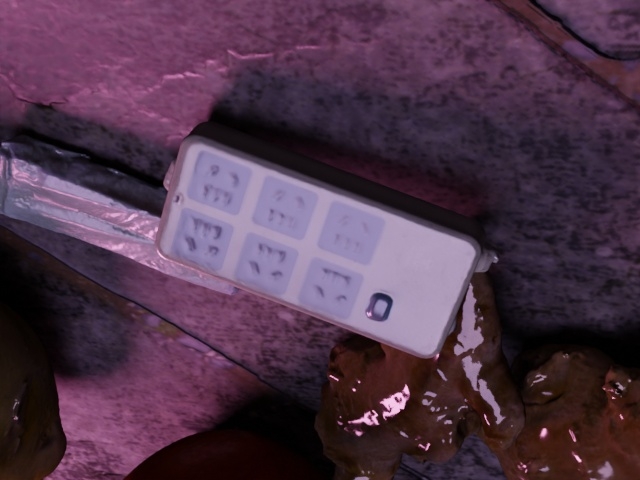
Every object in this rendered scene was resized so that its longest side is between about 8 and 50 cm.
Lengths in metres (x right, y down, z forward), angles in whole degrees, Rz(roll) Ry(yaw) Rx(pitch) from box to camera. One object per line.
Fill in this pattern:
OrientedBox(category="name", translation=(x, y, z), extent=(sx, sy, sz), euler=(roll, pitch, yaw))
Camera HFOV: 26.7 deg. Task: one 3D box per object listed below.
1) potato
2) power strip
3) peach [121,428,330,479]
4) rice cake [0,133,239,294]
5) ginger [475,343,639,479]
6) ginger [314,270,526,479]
OrientedBox(category="potato", translation=(-0.362, 0.145, 1.276), extent=(0.218, 0.202, 0.351), euler=(-35, 135, -2))
OrientedBox(category="power strip", translation=(0.000, 0.000, 1.054), extent=(0.270, 0.046, 0.118), euler=(21, 116, 3))
OrientedBox(category="peach", translation=(-0.100, 0.339, 1.348), extent=(0.308, 0.308, 0.332), euler=(18, -178, -3))
OrientedBox(category="rice cake", translation=(-0.163, -0.021, 1.134), extent=(0.226, 0.040, 0.085), euler=(20, 140, -5))
OrientedBox(category="ginger", translation=(0.262, 0.161, 1.147), extent=(0.219, 0.123, 0.270), euler=(39, 133, 0))
OrientedBox(category="ginger", translation=(0.085, 0.136, 1.189), extent=(0.166, 0.080, 0.333), euler=(46, 132, 5))
